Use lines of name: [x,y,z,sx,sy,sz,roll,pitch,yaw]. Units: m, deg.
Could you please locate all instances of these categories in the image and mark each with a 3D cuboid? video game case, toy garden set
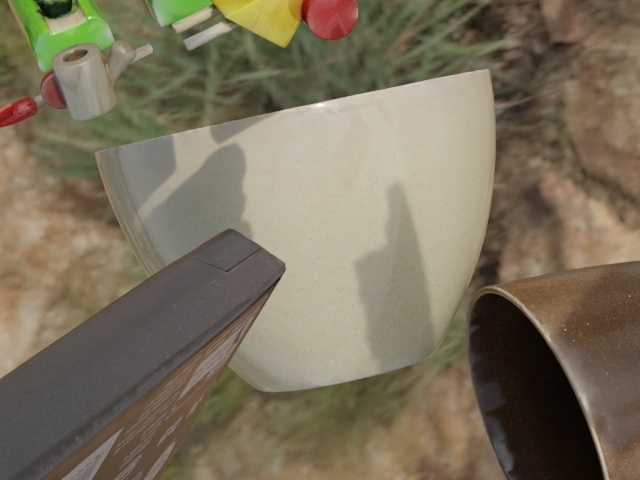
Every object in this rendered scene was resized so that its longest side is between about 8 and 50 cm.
video game case: [-0.121,0.131,0.675,0.035,0.275,0.248,33,110,6]
toy garden set: [-0.105,-0.130,1.052,0.244,0.204,0.049,-22,120,-7]

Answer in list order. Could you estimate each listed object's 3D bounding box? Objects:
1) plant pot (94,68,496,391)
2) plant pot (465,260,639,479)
plant pot: [0.000,0.000,1.405,0.284,0.284,0.191,-11,93,31]
plant pot: [0.256,0.099,1.438,0.215,0.230,0.215,161,90,-75]
